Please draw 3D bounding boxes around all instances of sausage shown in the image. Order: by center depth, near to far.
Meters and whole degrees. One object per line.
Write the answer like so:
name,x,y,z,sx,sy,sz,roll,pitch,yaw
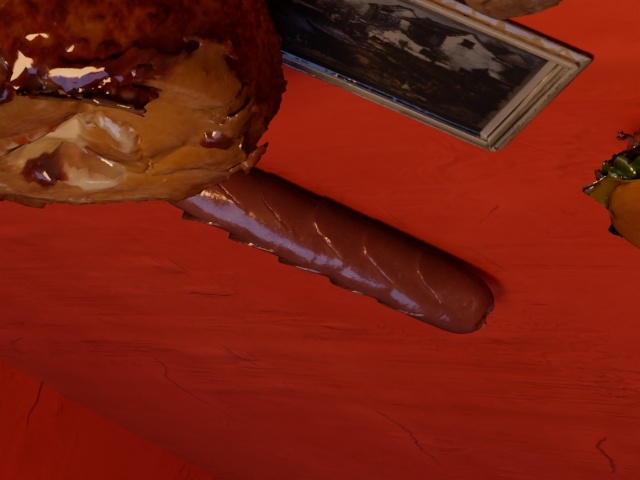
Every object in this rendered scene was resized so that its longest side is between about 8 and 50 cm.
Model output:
sausage,0.001,-0.002,1.822,0.433,0.088,0.088,23,161,-11

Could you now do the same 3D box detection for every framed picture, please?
framed picture,0.057,-0.163,1.420,0.296,0.019,0.232,21,161,-6

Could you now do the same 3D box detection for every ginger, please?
ginger,0.161,-0.198,1.189,0.069,0.051,0.173,20,157,-18

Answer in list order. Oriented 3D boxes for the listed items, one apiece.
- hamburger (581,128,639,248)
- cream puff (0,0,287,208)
hamburger,0.316,-0.038,1.397,0.164,0.093,0.189,11,158,30
cream puff,-0.195,-0.157,1.357,0.350,0.229,0.350,-4,161,-1
